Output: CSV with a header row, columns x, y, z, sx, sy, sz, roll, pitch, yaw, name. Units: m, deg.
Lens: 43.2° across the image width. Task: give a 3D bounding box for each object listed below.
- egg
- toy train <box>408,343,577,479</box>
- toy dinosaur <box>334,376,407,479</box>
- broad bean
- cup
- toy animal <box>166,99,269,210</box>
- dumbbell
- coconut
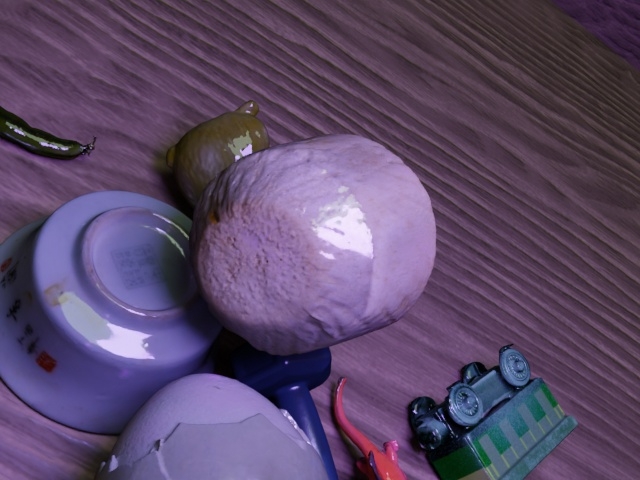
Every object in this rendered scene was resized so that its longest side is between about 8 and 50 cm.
x,y,z,sx,sy,sz,roll,pitch,yaw,name
-0.124,0.311,0.914,0.278,0.278,0.336,2,56,-36,egg
0.286,0.305,1.348,0.301,0.120,0.202,-23,77,-45,toy train
0.077,0.321,1.163,0.286,0.070,0.139,60,8,19,toy dinosaur
-0.453,-0.175,1.215,0.227,0.039,0.069,26,52,-21,broad bean
-0.260,0.067,1.085,0.347,0.163,0.347,21,48,-25,cup
-0.086,-0.037,1.294,0.180,0.181,0.363,-30,78,-38,toy animal
-0.019,0.281,1.114,0.144,0.160,0.324,-16,64,-10,dumbbell
0.000,0.000,1.045,0.329,0.329,0.328,20,48,-24,coconut
